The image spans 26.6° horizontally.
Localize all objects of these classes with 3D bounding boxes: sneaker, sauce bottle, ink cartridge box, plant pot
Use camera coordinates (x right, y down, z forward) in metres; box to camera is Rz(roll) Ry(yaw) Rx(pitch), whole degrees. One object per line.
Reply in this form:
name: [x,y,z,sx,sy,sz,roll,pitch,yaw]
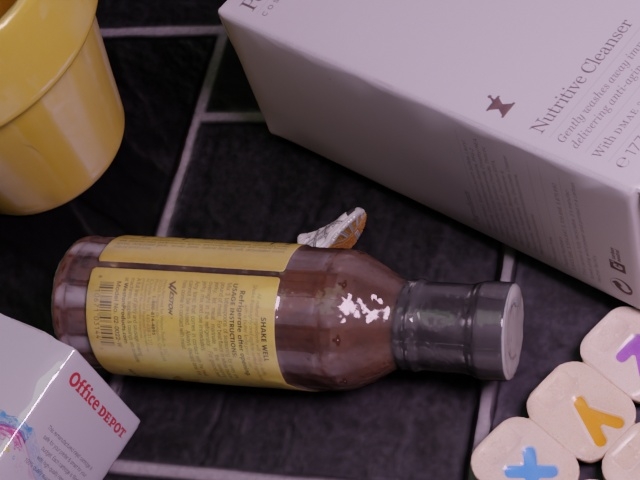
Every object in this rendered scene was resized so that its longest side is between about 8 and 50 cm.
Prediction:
sneaker: [0.000,0.000,1.072,0.037,0.032,0.083,35,73,33]
sauce bottle: [-0.026,0.057,0.996,0.344,0.111,0.111,4,60,21]
ink cartridge box: [-0.246,0.155,0.993,0.127,0.128,0.176,22,66,29]
plant pot: [-0.285,-0.151,1.138,0.254,0.239,0.254,-8,57,13]

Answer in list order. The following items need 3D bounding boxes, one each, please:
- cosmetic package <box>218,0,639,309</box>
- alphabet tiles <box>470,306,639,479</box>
cosmetic package: [0.139,-0.134,1.031,0.385,0.156,0.217,27,67,31]
alphabet tiles: [0.248,0.175,0.883,0.284,0.021,0.278,-44,55,-12]
